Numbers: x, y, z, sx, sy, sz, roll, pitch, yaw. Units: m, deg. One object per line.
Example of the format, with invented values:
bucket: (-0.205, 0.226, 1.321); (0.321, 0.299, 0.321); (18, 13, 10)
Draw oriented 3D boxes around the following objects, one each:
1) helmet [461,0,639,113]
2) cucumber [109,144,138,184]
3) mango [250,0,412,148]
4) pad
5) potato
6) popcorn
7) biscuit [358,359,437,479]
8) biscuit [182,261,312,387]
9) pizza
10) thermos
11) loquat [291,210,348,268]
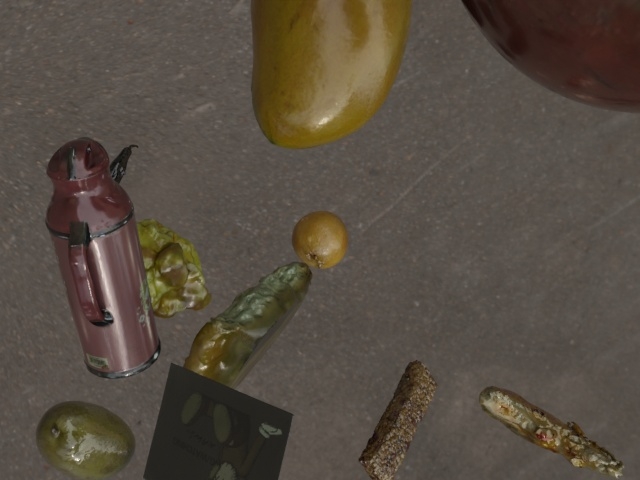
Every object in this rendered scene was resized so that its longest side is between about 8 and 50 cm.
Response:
helmet: (0.187, -0.225, 0.393); (0.230, 0.337, 0.385); (-40, 107, -33)
cucumber: (-0.416, -0.135, 1.410); (0.163, 0.038, 0.043); (-69, 157, -18)
mango: (0.008, -0.271, 0.894); (0.211, 0.173, 0.318); (11, 94, 0)
pad: (-0.107, 0.205, 0.681); (0.004, 0.190, 0.127); (17, 85, -47)
potato: (-0.493, 0.411, 1.436); (0.174, 0.159, 0.251); (-18, 152, 5)
popcorn: (-0.362, 0.075, 1.556); (0.251, 0.237, 0.206); (28, 78, 2)
biscuit: (0.121, 0.272, 1.046); (0.199, 0.034, 0.064); (-53, 126, -38)
biscuit: (-0.109, 0.144, 1.139); (0.078, 0.329, 0.335); (36, 58, 9)
pizza: (0.459, 0.384, 1.392); (0.071, 0.296, 0.189); (-65, 160, -1)
thermos: (-0.296, 0.031, 0.902); (0.136, 0.109, 0.331); (-47, 144, -48)
loquat: (0.000, 0.000, 1.603); (0.141, 0.141, 0.141); (-8, 104, -31)
